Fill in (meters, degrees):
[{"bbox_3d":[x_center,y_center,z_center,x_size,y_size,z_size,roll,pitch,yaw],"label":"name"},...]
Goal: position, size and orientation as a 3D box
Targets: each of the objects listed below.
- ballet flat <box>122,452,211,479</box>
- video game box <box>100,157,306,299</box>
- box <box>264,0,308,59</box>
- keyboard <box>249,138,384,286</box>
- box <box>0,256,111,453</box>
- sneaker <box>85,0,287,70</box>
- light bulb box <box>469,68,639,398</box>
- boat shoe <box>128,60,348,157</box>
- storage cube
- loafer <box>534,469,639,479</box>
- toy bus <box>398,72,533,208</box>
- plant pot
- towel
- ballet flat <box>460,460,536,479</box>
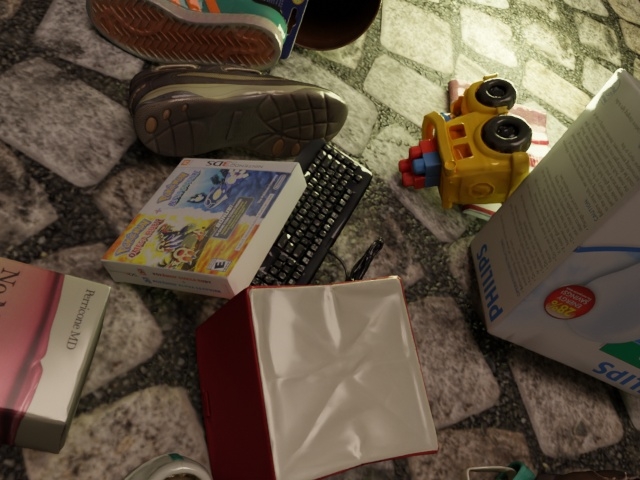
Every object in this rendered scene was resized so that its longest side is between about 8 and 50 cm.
[{"bbox_3d":[-0.141,0.383,0.494,0.139,0.139,0.400,9,57,-22],"label":"ballet flat"},{"bbox_3d":[-0.141,-0.025,0.737,0.187,0.048,0.205,4,46,26],"label":"video game box"},{"bbox_3d":[-0.141,-0.400,0.982,0.225,0.136,0.036,13,28,-19],"label":"box"},{"bbox_3d":[0.000,0.000,0.851,0.201,0.033,0.317,37,57,-8],"label":"keyboard"},{"bbox_3d":[-0.344,0.100,0.570,0.232,0.127,0.148,17,54,-16],"label":"box"},{"bbox_3d":[-0.202,-0.348,0.924,0.302,0.108,0.121,11,47,-4],"label":"sneaker"},{"bbox_3d":[0.477,0.017,0.860,0.358,0.361,0.225,23,37,-12],"label":"light bulb box"},{"bbox_3d":[-0.112,-0.213,0.880,0.355,0.132,0.130,-6,53,-38],"label":"boat shoe"},{"bbox_3d":[-0.017,0.155,0.642,0.183,0.193,0.215,-1,72,-27],"label":"storage cube"},{"bbox_3d":[0.422,0.370,0.749,0.366,0.130,0.134,22,51,-35],"label":"loafer"},{"bbox_3d":[0.238,-0.164,1.018,0.211,0.149,0.220,-7,56,6],"label":"toy bus"},{"bbox_3d":[0.005,-0.504,1.093,0.215,0.215,0.230,20,40,-14],"label":"plant pot"},{"bbox_3d":[0.366,-0.165,1.152,0.237,0.037,0.329,15,55,-17],"label":"towel"},{"bbox_3d":[0.181,0.333,0.724,0.247,0.083,0.087,-6,55,-35],"label":"ballet flat"}]
